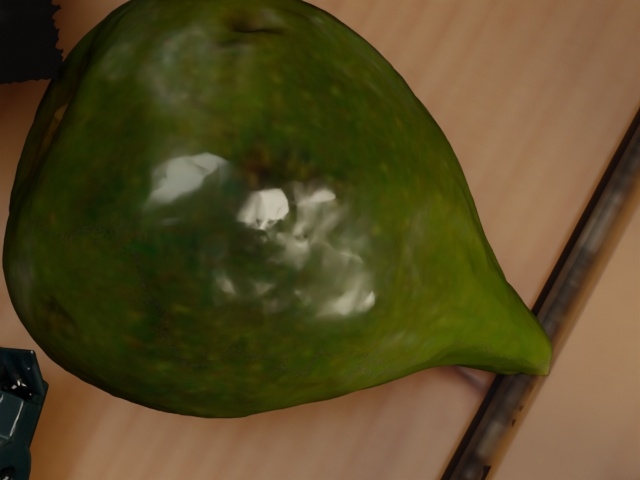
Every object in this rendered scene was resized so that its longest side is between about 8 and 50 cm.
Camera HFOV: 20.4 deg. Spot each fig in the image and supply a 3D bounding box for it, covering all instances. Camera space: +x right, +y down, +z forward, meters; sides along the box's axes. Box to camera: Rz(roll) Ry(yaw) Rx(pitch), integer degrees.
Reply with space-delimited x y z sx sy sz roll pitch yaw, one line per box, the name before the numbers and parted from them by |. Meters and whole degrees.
fig | 0.000 0.000 0.815 0.275 0.206 0.206 24 84 -16

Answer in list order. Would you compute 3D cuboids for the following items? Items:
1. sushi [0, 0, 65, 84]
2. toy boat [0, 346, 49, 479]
sushi | -0.315 -0.142 0.880 0.373 0.100 0.296 -5 54 -7
toy boat | -0.229 0.171 0.829 0.122 0.114 0.296 20 84 26
